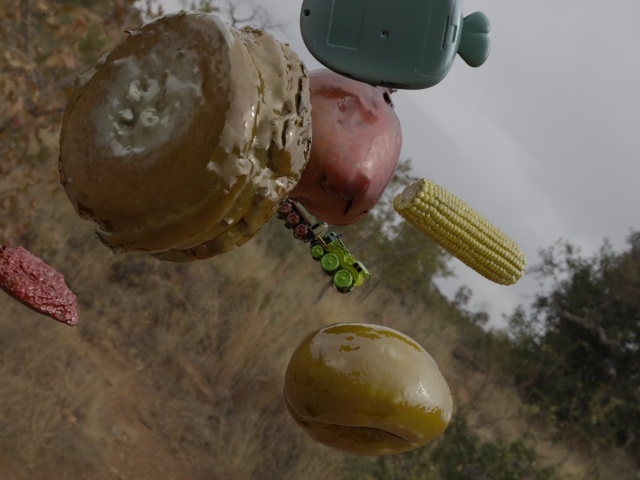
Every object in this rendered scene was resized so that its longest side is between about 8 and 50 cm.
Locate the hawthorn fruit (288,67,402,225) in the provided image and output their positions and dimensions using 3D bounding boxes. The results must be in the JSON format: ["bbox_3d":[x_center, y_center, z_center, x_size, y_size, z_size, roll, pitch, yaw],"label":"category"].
[{"bbox_3d":[0.030,-0.187,1.291,0.276,0.307,0.276,39,-13,11],"label":"hawthorn fruit"}]

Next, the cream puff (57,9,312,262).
[{"bbox_3d":[-0.077,-0.061,0.458,0.115,0.165,0.150,30,55,-61],"label":"cream puff"}]

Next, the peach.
[{"bbox_3d":[0.064,0.220,1.066,0.251,0.153,0.251,19,-32,12],"label":"peach"}]

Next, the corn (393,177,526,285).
[{"bbox_3d":[0.225,-0.013,1.175,0.248,0.081,0.081,34,5,-21],"label":"corn"}]

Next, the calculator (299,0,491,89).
[{"bbox_3d":[0.114,-0.329,1.143,0.299,0.185,0.041,12,13,8],"label":"calculator"}]

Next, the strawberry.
[{"bbox_3d":[-0.623,0.094,1.633,0.228,0.098,0.174,32,-9,10],"label":"strawberry"}]

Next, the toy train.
[{"bbox_3d":[0.000,0.000,1.534,0.249,0.085,0.053,51,-5,20],"label":"toy train"}]
